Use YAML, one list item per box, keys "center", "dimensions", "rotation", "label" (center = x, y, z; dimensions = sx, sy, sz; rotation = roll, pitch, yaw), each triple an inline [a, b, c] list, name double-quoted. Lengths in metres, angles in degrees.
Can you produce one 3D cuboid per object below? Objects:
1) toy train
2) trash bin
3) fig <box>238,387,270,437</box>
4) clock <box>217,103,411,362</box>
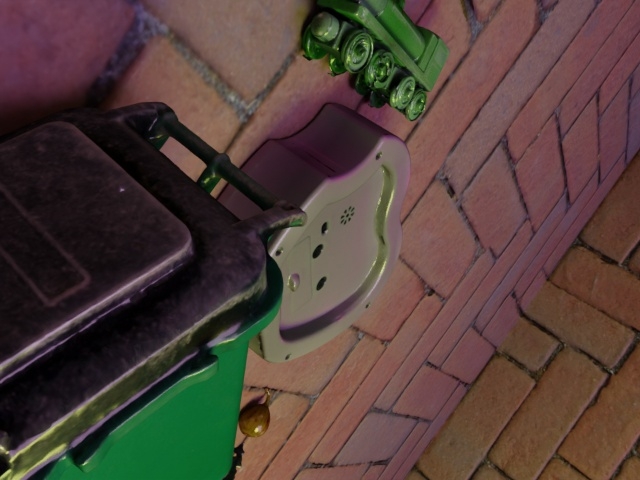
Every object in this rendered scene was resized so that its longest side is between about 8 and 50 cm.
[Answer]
- center: [0.074, -0.226, 0.724]
  dimensions: [0.251, 0.085, 0.119]
  rotation: [17, 100, -61]
  label: "toy train"
- center: [-0.186, 0.104, 0.527]
  dimensions: [0.295, 0.259, 0.381]
  rotation: [-36, 152, -30]
  label: "trash bin"
- center: [-0.102, 0.286, 1.024]
  dimensions: [0.083, 0.050, 0.050]
  rotation: [-64, 155, -24]
  label: "fig"
- center: [0.000, 0.000, 0.818]
  dimensions: [0.339, 0.102, 0.338]
  rotation: [-36, 146, -30]
  label: "clock"
